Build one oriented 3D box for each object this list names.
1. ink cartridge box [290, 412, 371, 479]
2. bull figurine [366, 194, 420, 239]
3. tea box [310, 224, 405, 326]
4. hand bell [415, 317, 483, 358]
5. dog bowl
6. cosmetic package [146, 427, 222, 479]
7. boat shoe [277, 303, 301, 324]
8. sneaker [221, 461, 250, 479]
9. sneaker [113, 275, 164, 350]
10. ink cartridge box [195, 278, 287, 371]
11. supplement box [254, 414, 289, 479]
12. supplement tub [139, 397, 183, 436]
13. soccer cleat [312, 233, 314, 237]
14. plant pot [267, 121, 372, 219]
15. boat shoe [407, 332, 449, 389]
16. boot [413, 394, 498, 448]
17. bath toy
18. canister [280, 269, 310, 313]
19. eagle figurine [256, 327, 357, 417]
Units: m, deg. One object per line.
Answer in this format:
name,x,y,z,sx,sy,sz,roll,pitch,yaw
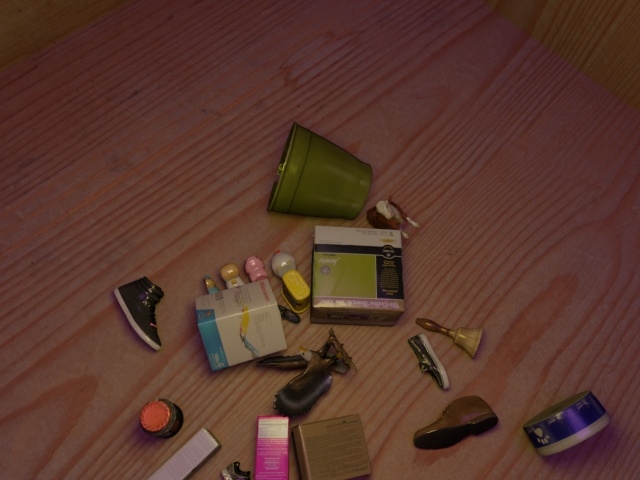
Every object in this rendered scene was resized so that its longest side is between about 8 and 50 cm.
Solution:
ink cartridge box,0.033,0.694,1.626,0.234,0.088,0.194,1,63,-28
bull figurine,0.273,-0.086,1.934,0.188,0.310,0.101,40,85,-6
tea box,0.129,0.138,1.853,0.328,0.220,0.324,4,64,-3
hand bell,0.479,0.342,1.866,0.241,0.126,0.126,19,65,17
dog bowl,0.828,0.616,1.667,0.264,0.265,0.104,-23,68,-14
cosmetic package,-0.437,0.723,1.599,0.085,0.117,0.231,42,70,15
boat shoe,-0.137,0.273,1.869,0.142,0.040,0.049,24,66,6
sneaker,-0.248,0.795,1.609,0.074,0.063,0.170,-42,70,-14
sneaker,-0.625,0.252,1.802,0.146,0.105,0.296,-35,68,-13
ink cartridge box,-0.278,0.288,1.725,0.269,0.197,0.198,-15,24,-11
supplement box,-0.158,0.698,1.635,0.113,0.111,0.220,2,65,-3
supplement tub,-0.521,0.583,1.614,0.116,0.190,0.117,2,65,-4
soccer cleat,0.000,0.000,2.013,0.035,0.029,0.083,-42,72,-11
plant pot,0.007,-0.241,1.974,0.352,0.366,0.367,17,65,-10
boat shoe,0.394,0.452,1.815,0.070,0.078,0.219,-20,61,-14
boot,0.458,0.641,1.737,0.305,0.112,0.115,-16,38,-7
bath toy,-0.265,0.124,1.886,0.348,0.152,0.129,-21,34,-14
canister,-0.092,0.192,1.838,0.073,0.170,0.126,-31,71,-17
eagle figurine,-0.048,0.442,1.716,0.298,0.226,0.225,-35,96,-1
